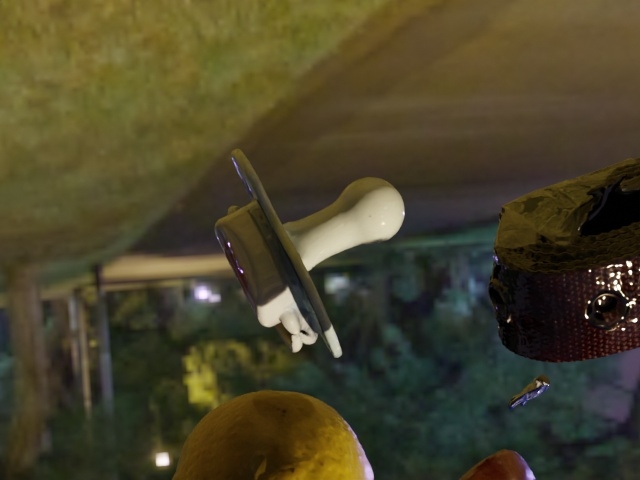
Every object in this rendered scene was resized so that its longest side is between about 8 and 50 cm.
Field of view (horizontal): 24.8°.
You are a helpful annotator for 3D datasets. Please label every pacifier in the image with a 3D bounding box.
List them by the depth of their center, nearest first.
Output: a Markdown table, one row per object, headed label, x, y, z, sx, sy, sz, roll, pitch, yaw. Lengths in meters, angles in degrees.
| label | x | y | z | sx | sy | sz | roll | pitch | yaw |
| --- | --- | --- | --- | --- | --- | --- | --- | --- | --- |
| pacifier | 0.000 | 0.000 | 1.855 | 0.233 | 0.299 | 0.244 | -27 | 157 | 0 |

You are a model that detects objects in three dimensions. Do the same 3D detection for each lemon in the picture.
| label | x | y | z | sx | sy | sz | roll | pitch | yaw |
| --- | --- | --- | --- | --- | --- | --- | --- | --- | --- |
| lemon | -0.059 | 0.321 | 1.794 | 0.260 | 0.260 | 0.284 | -4 | -144 | -17 |

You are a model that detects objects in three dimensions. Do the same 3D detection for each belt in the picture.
| label | x | y | z | sx | sy | sz | roll | pitch | yaw |
| --- | --- | --- | --- | --- | --- | --- | --- | --- | --- |
| belt | 0.302 | 0.004 | 1.478 | 0.289 | 0.164 | 0.184 | -20 | -148 | -16 |

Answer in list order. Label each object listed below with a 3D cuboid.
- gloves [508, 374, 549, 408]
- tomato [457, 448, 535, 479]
| label | x | y | z | sx | sy | sz | roll | pitch | yaw |
| --- | --- | --- | --- | --- | --- | --- | --- | --- | --- |
| gloves | 0.352 | 0.258 | 2.454 | 0.086 | 0.026 | 0.064 | -42 | 165 | 22 |
| tomato | 0.145 | 0.335 | 1.506 | 0.233 | 0.139 | 0.200 | -37 | 160 | 3 |
